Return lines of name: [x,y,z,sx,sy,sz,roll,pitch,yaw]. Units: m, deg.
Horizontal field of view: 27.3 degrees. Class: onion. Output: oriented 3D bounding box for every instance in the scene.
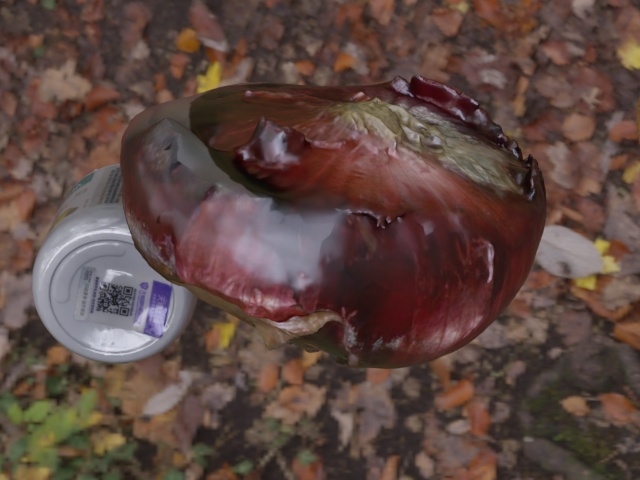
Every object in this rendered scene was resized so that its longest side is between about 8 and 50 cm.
onion: [0.000,0.000,0.849,0.272,0.272,0.195,33,126,39]

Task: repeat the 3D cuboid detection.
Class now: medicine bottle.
medicine bottle: [-0.167,0.005,1.142,0.135,0.135,0.215,-56,13,18]

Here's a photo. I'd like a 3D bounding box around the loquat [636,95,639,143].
loquat: [0.426,-0.143,1.343,0.193,0.238,0.238,11,89,28]
